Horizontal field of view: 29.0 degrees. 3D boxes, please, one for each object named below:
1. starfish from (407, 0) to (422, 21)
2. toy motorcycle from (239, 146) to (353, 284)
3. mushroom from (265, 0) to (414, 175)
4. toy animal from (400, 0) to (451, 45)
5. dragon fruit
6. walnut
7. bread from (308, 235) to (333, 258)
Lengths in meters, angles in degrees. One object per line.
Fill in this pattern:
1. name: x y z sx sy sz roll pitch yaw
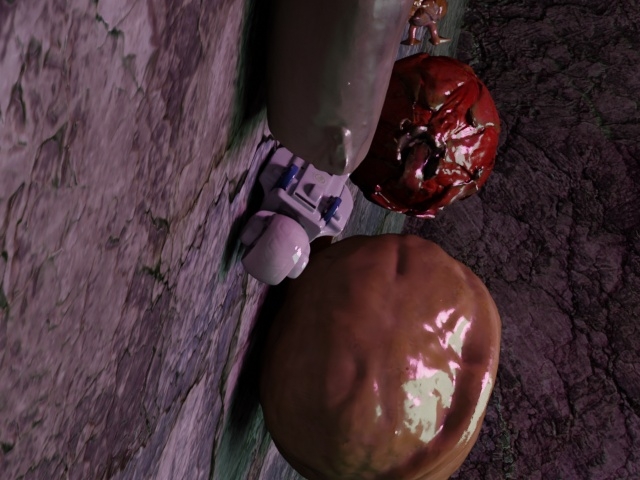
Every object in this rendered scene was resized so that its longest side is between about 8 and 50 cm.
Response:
1. starfish: 0.139 -0.355 1.624 0.301 0.084 0.293 -51 180 -32
2. toy motorcycle: -0.029 -0.036 1.346 0.254 0.112 0.112 -64 168 -51
3. mushroom: 0.020 -0.217 1.097 0.154 0.137 0.407 -53 158 -39
4. toy animal: 0.171 -0.419 2.090 0.188 0.089 0.179 -47 136 -74
5. dragon fruit: 0.149 -0.149 1.826 0.299 0.244 0.244 -80 -178 -64
6. walnut: 0.078 0.171 1.686 0.381 0.381 0.381 16 90 -83
7. bread: 0.000 0.000 1.823 0.126 0.044 0.129 109 0 -47
